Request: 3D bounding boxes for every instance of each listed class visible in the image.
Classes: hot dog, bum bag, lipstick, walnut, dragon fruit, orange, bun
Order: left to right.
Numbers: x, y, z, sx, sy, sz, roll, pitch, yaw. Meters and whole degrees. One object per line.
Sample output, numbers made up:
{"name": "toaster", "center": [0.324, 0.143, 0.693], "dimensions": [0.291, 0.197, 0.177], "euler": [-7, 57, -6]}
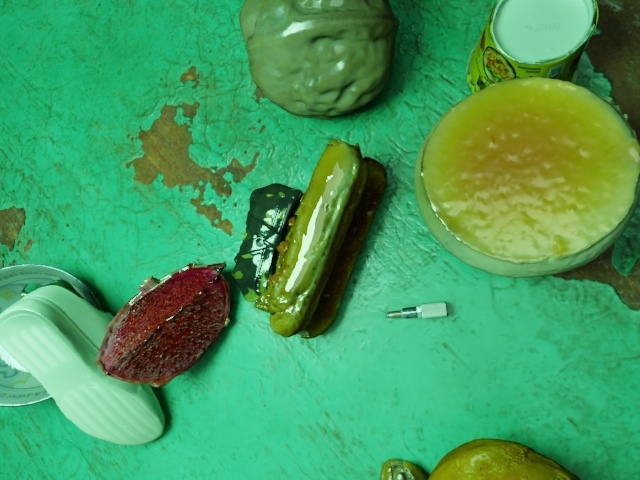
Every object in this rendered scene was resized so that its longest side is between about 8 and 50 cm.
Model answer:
{"name": "dragon fruit", "center": [-0.285, 0.150, 0.778], "dimensions": [0.161, 0.126, 0.274], "euler": [23, 58, 43]}
{"name": "bum bag", "center": [-0.108, 0.003, 0.773], "dimensions": [0.106, 0.060, 0.233], "euler": [15, 86, 25]}
{"name": "hot dog", "center": [0.000, 0.000, 0.700], "dimensions": [0.117, 0.158, 0.349], "euler": [23, 94, 35]}
{"name": "walnut", "center": [0.001, -0.345, 0.695], "dimensions": [0.272, 0.227, 0.274], "euler": [-2, 81, 10]}
{"name": "hot dog", "center": [0.142, 0.429, 0.656], "dimensions": [0.089, 0.060, 0.141], "euler": [-11, 85, 19]}
{"name": "lipstick", "center": [0.164, 0.124, 0.702], "dimensions": [0.107, 0.025, 0.025], "euler": [-11, 81, 21]}
{"name": "orange", "center": [0.254, 0.392, 0.540], "dimensions": [0.239, 0.240, 0.240], "euler": [-2, 83, 15]}
{"name": "bun", "center": [0.299, -0.088, 0.615], "dimensions": [0.298, 0.164, 0.299], "euler": [-4, 79, 20]}

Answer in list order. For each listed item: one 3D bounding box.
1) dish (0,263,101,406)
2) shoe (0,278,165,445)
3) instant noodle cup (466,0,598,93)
{"name": "dish", "center": [-0.595, 0.188, 0.851], "dimensions": [0.273, 0.134, 0.274], "euler": [2, 83, -18]}
{"name": "shoe", "center": [-0.424, 0.229, 0.779], "dimensions": [0.131, 0.160, 0.363], "euler": [-29, 114, 5]}
{"name": "instant noodle cup", "center": [0.331, -0.309, 0.642], "dimensions": [0.182, 0.144, 0.183], "euler": [-2, 84, 15]}
